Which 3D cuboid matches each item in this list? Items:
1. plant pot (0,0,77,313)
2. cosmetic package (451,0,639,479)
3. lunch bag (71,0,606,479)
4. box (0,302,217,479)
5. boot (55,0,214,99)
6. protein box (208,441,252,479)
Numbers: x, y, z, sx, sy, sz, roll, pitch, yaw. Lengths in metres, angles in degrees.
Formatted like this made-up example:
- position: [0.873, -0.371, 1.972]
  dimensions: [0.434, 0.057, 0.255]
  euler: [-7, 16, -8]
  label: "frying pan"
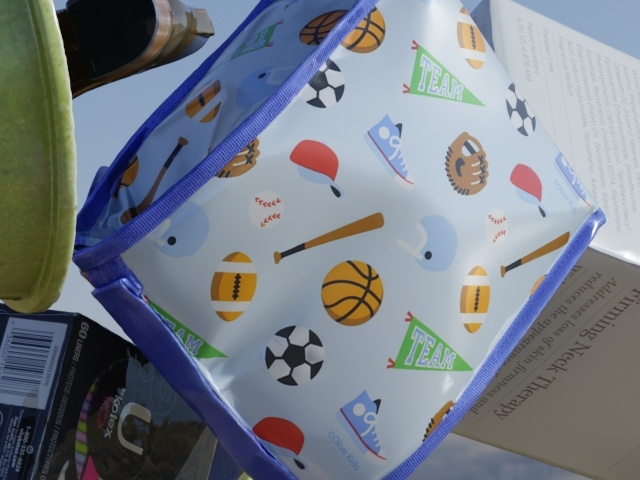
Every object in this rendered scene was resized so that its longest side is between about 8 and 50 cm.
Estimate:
- position: [-0.304, -0.072, 1.120]
  dimensions: [0.253, 0.276, 0.276]
  euler: [-10, -1, -25]
  label: "plant pot"
- position: [0.259, 0.011, 2.083]
  dimensions: [0.393, 0.327, 0.329]
  euler: [20, -46, -24]
  label: "cosmetic package"
- position: [0.000, 0.000, 1.602]
  dimensions: [0.239, 0.385, 0.328]
  euler: [-12, -56, 50]
  label: "lunch bag"
- position: [-0.216, 0.169, 1.690]
  dimensions: [0.143, 0.165, 0.270]
  euler: [6, -16, 28]
  label: "box"
- position: [-0.178, -0.120, 1.338]
  dimensions: [0.219, 0.082, 0.106]
  euler: [-13, -3, 26]
  label: "boot"
- position: [-0.207, 0.307, 2.317]
  dimensions: [0.201, 0.200, 0.136]
  euler: [11, -10, 26]
  label: "protein box"
